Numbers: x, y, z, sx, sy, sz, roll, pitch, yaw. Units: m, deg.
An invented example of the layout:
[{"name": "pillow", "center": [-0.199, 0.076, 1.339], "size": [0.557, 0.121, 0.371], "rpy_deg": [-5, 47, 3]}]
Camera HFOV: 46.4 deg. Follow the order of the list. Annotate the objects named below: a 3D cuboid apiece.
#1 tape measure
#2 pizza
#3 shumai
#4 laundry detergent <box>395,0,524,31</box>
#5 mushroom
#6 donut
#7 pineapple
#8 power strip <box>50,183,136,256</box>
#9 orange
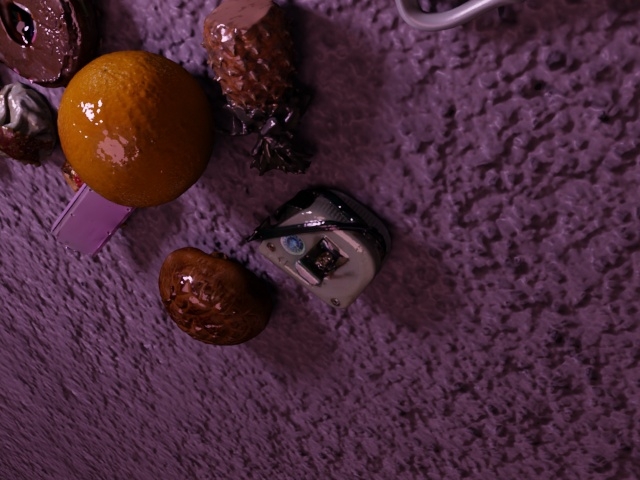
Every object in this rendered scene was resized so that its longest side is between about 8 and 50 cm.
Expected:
[{"name": "tape measure", "center": [0.000, 0.000, 1.347], "size": [0.235, 0.115, 0.207], "rpy_deg": [37, 137, 1]}, {"name": "pizza", "center": [-0.451, -0.113, 1.566], "size": [0.199, 0.062, 0.188], "rpy_deg": [-30, 107, 41]}, {"name": "shumai", "center": [-0.643, -0.218, 1.545], "size": [0.184, 0.142, 0.184], "rpy_deg": [14, 127, 19]}, {"name": "laundry detergent", "center": [0.153, -0.380, 0.966], "size": [0.281, 0.105, 0.215], "rpy_deg": [-9, 120, 34]}, {"name": "mushroom", "center": [-0.226, 0.120, 1.555], "size": [0.253, 0.153, 0.253], "rpy_deg": [20, 142, 17]}, {"name": "donut", "center": [-0.513, -0.405, 1.351], "size": [0.270, 0.103, 0.269], "rpy_deg": [16, 128, 21]}, {"name": "pineapple", "center": [-0.101, -0.231, 1.216], "size": [0.170, 0.141, 0.310], "rpy_deg": [-11, 129, 4]}, {"name": "power strip", "center": [-0.462, -0.061, 1.552], "size": [0.109, 0.037, 0.279], "rpy_deg": [30, 132, -24]}, {"name": "orange", "center": [-0.311, -0.187, 1.286], "size": [0.274, 0.274, 0.274], "rpy_deg": [16, 130, 20]}]
